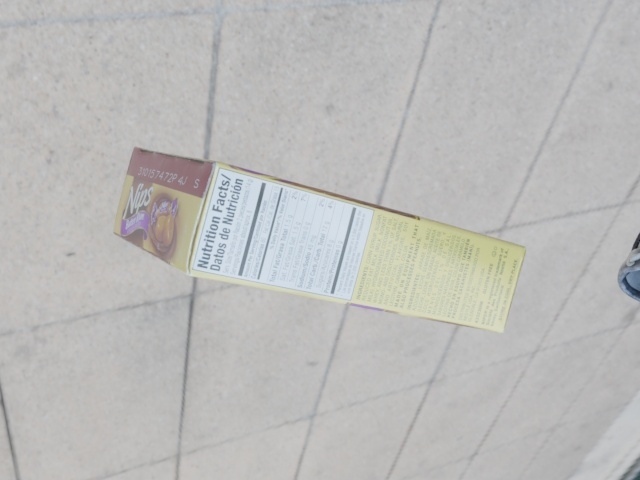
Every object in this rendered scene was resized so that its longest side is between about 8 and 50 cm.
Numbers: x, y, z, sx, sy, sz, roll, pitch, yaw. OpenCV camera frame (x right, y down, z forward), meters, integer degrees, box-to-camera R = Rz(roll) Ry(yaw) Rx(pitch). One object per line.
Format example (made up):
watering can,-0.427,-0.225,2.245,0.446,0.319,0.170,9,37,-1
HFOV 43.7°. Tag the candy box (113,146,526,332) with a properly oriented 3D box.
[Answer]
candy box,0.000,0.000,0.416,0.186,0.109,0.053,14,92,-32

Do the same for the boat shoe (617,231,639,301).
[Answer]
boat shoe,0.311,0.024,0.504,0.102,0.301,0.108,-45,111,-12
